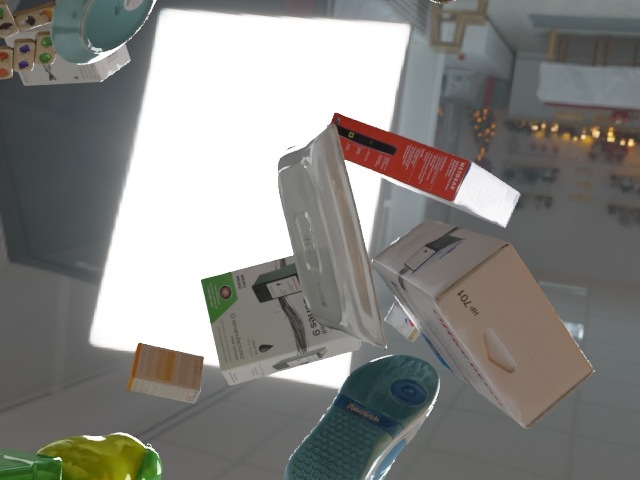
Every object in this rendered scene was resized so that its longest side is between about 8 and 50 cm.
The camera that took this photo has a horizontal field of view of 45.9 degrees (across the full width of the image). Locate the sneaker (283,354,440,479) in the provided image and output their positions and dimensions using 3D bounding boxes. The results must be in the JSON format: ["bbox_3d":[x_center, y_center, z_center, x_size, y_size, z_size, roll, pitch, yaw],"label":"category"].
[{"bbox_3d":[0.057,0.317,1.092,0.127,0.208,0.319,27,-137,28],"label":"sneaker"}]

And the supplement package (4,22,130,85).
[{"bbox_3d":[-0.462,-0.353,1.382,0.179,0.105,0.105,2,-145,23],"label":"supplement package"}]

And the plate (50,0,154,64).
[{"bbox_3d":[-0.265,-0.300,0.971,0.024,0.188,0.188,40,-166,11],"label":"plate"}]

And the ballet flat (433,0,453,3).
[{"bbox_3d":[0.134,-0.443,1.174,0.221,0.077,0.079,44,178,7],"label":"ballet flat"}]

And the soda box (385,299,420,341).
[{"bbox_3d":[0.214,0.085,1.393,0.069,0.074,0.216,40,-121,13],"label":"soda box"}]

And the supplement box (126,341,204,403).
[{"bbox_3d":[-0.217,0.187,1.064,0.098,0.036,0.062,15,-138,-14],"label":"supplement box"}]

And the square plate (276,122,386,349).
[{"bbox_3d":[0.000,0.000,1.255,0.049,0.344,0.347,-14,-177,-14],"label":"square plate"}]

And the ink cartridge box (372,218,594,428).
[{"bbox_3d":[0.135,0.065,0.682,0.082,0.139,0.190,-37,-167,-6],"label":"ink cartridge box"}]

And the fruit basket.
[{"bbox_3d":[-0.416,0.413,1.089,0.392,0.283,0.392,5,164,1],"label":"fruit basket"}]

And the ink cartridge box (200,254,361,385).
[{"bbox_3d":[-0.080,0.152,1.567,0.289,0.211,0.121,-16,155,-5],"label":"ink cartridge box"}]

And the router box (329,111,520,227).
[{"bbox_3d":[0.208,-0.138,1.518,0.301,0.082,0.335,26,-174,31],"label":"router box"}]

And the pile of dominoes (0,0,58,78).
[{"bbox_3d":[-0.413,-0.284,1.017,0.251,0.040,0.196,-23,155,-12],"label":"pile of dominoes"}]
